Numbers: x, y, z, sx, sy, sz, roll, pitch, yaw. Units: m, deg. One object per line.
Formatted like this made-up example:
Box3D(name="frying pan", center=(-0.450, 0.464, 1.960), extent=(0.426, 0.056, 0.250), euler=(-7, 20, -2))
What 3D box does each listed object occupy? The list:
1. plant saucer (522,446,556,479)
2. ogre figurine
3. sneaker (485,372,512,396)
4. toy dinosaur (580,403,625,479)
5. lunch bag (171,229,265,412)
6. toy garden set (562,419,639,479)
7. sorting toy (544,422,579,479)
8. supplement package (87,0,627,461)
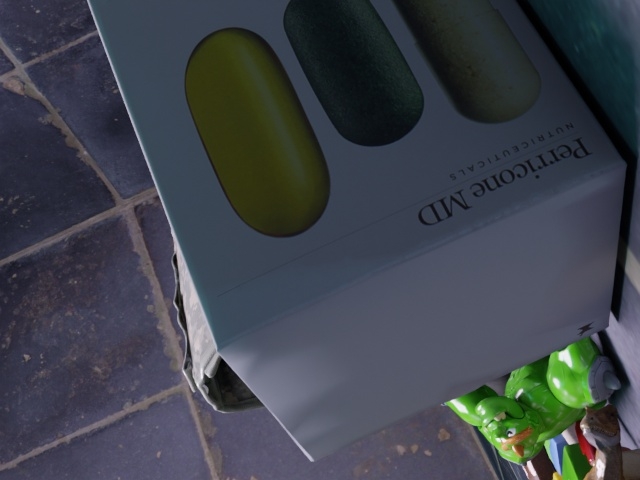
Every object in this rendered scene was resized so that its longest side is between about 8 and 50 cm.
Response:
Box3D(name="plant saucer", center=(0.288, 0.296, 1.317), extent=(0.168, 0.029, 0.168), euler=(-25, -90, -90))
Box3D(name="ogre figurine", center=(0.138, 0.085, 0.689), extent=(0.097, 0.197, 0.118), euler=(-14, -119, -49))
Box3D(name="sneaker", center=(0.133, 0.056, 0.947), extent=(0.130, 0.109, 0.286), euler=(52, -167, -36))
Box3D(name="toy dinosaur", center=(0.174, 0.190, 0.637), extent=(0.211, 0.064, 0.112), euler=(95, -174, -46))
Box3D(name="lunch bag", center=(0.000, 0.000, 0.844), extent=(0.235, 0.287, 0.168), euler=(-112, -3, -54))
Box3D(name="toy garden set", center=(0.228, 0.231, 0.670), extent=(0.244, 0.049, 0.203), euler=(-102, 2, -53))
Box3D(name="sorting toy", center=(0.249, 0.240, 0.909), extent=(0.193, 0.038, 0.208), euler=(-114, -2, -63))
Box3D(name="supplement package", center=(0.017, -0.053, 0.561), extent=(0.198, 0.199, 0.262), euler=(65, -179, -61))
